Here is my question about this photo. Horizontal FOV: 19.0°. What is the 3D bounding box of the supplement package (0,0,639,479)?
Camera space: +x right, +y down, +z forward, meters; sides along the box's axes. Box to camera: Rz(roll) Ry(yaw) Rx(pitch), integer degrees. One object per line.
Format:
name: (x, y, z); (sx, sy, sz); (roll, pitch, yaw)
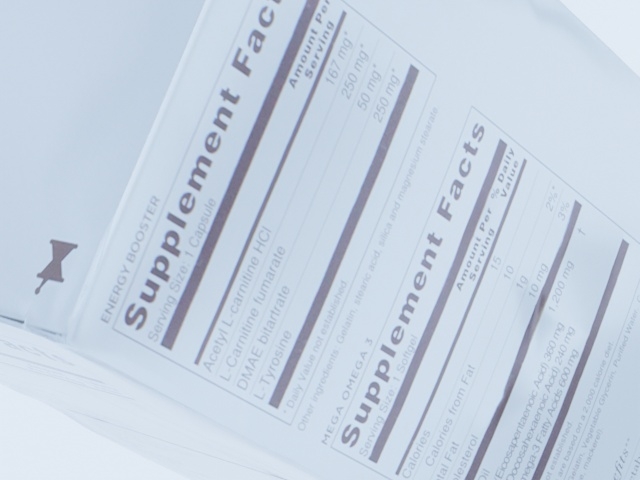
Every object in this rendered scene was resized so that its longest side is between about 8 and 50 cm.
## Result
supplement package: (0.000, 0.000, 0.502); (0.244, 0.139, 0.134); (34, -107, -45)
